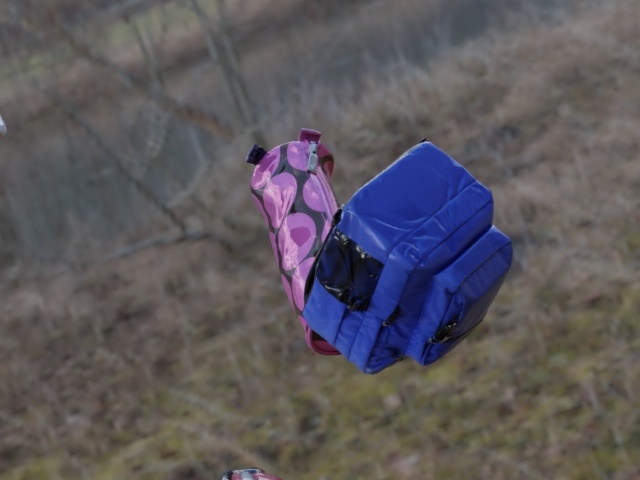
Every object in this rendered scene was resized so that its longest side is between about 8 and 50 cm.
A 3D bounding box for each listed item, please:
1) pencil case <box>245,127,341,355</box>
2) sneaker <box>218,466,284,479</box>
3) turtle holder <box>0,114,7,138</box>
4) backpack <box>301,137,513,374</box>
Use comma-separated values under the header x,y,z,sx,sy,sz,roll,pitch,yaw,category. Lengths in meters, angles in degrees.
x,y,z,sx,sy,sz,roll,pitch,yaw,category
0.000,0.000,1.552,0.095,0.209,0.098,10,-50,-34,pencil case
0.014,0.218,0.921,0.136,0.115,0.314,7,13,-16,sneaker
-0.411,-0.108,1.453,0.227,0.320,0.243,-34,-26,2,turtle holder
0.046,0.024,0.995,0.098,0.101,0.120,-32,-21,-38,backpack
